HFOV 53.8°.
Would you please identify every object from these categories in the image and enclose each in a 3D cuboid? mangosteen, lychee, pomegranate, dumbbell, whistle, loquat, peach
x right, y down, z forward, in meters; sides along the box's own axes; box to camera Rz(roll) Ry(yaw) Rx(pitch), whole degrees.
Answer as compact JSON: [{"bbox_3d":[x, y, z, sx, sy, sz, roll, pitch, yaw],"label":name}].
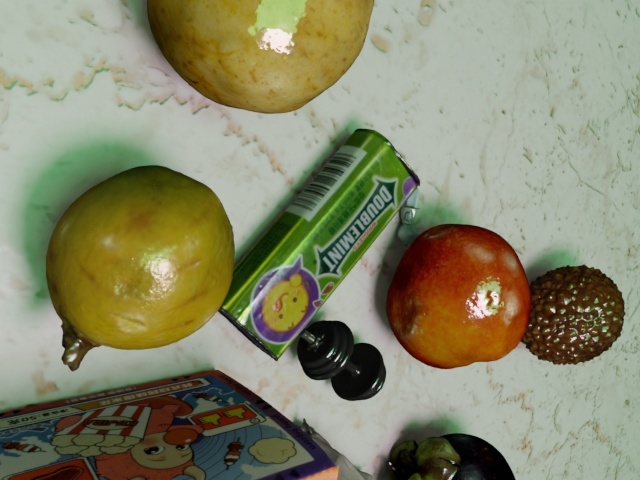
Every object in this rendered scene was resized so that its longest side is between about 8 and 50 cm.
[{"bbox_3d":[0.228,0.447,1.104,0.243,0.243,0.242,-8,104,-33],"label":"mangosteen"},{"bbox_3d":[0.492,0.144,1.224,0.239,0.200,0.199,-2,101,-21],"label":"lychee"},{"bbox_3d":[-0.068,-0.275,0.730,0.261,0.260,0.260,-8,104,-33],"label":"pomegranate"},{"bbox_3d":[0.034,0.187,0.975,0.208,0.099,0.099,41,77,-37],"label":"dumbbell"},{"bbox_3d":[0.149,-0.038,1.047,0.035,0.035,0.100,4,97,-34],"label":"whistle"},{"bbox_3d":[-0.214,0.036,0.715,0.213,0.213,0.246,47,67,-32],"label":"loquat"},{"bbox_3d":[0.217,0.087,1.023,0.244,0.199,0.243,-1,102,-4],"label":"peach"}]

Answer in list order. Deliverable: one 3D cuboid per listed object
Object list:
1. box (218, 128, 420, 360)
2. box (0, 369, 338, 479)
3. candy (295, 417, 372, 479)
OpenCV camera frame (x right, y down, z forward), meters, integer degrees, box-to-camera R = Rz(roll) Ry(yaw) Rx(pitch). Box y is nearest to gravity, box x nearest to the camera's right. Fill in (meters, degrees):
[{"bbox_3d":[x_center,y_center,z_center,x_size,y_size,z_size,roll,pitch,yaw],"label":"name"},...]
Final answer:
[{"bbox_3d":[0.000,0.000,0.917,0.345,0.097,0.134,-50,122,-16],"label":"box"},{"bbox_3d":[-0.204,0.338,0.717,0.349,0.319,0.256,-7,104,-32],"label":"box"},{"bbox_3d":[-0.004,0.406,0.978,0.185,0.137,0.195,-47,119,-17],"label":"candy"}]
